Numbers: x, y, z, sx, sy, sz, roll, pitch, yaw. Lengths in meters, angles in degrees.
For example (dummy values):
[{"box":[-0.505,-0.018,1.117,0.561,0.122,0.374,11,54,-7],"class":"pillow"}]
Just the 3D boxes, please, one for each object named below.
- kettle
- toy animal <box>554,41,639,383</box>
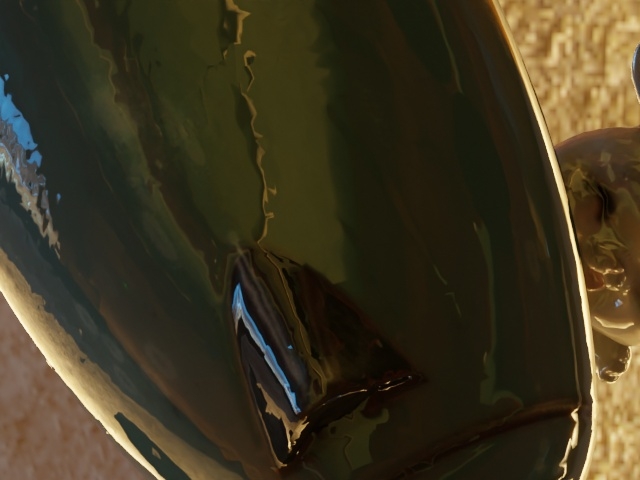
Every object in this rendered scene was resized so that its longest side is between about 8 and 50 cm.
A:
[{"box":[0.000,0.000,0.818,0.247,0.319,0.342,-32,-110,11],"class":"kettle"},{"box":[0.173,-0.013,1.332,0.325,0.154,0.208,-40,-93,8],"class":"toy animal"}]
